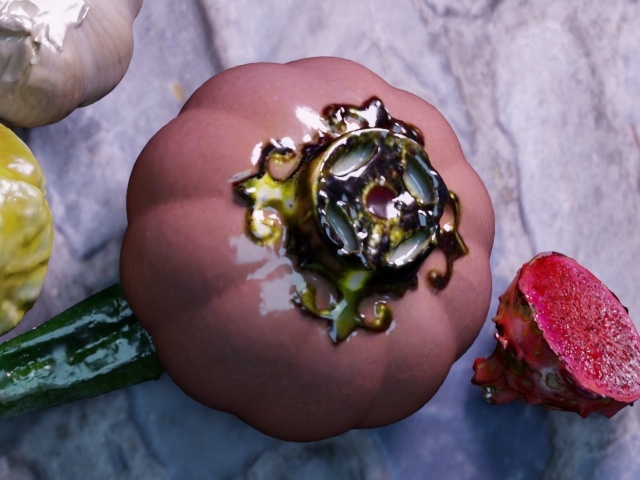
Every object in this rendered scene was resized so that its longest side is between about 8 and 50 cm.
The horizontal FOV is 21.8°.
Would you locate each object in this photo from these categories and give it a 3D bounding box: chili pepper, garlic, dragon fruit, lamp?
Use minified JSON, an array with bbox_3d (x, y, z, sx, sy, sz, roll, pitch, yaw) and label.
[{"bbox_3d":[-0.236,0.114,1.295,0.227,0.059,0.088,-25,89,-14],"label":"chili pepper"},{"bbox_3d":[-0.244,-0.194,1.289,0.228,0.152,0.227,14,65,-34],"label":"garlic"},{"bbox_3d":[0.189,0.094,1.383,0.153,0.111,0.153,30,41,-30],"label":"dragon fruit"},{"bbox_3d":[0.000,0.000,1.267,0.305,0.239,0.305,6,75,-21],"label":"lamp"}]

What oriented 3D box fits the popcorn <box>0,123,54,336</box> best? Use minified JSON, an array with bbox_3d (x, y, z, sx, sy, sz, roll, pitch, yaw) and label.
[{"bbox_3d":[-0.332,-0.014,1.180,0.276,0.276,0.225,-27,73,-16],"label":"popcorn"}]
